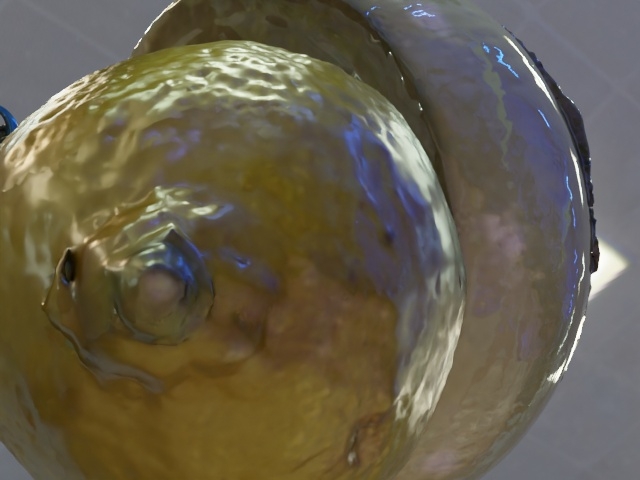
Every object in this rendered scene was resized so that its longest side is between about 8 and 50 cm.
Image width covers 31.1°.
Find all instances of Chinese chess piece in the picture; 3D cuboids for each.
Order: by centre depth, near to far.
[{"bbox_3d":[0.000,0.000,0.690,0.140,0.338,0.338,-2,-47,-45],"label":"Chinese chess piece"}]

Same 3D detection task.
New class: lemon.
[{"bbox_3d":[-0.039,0.021,0.430,0.188,0.256,0.188,0,-92,-3],"label":"lemon"}]

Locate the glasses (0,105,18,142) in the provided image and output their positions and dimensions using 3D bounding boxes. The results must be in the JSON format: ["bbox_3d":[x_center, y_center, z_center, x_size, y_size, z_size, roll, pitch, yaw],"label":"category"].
[{"bbox_3d":[-0.558,-0.147,1.593,0.239,0.207,0.102,-14,-65,-36],"label":"glasses"}]
